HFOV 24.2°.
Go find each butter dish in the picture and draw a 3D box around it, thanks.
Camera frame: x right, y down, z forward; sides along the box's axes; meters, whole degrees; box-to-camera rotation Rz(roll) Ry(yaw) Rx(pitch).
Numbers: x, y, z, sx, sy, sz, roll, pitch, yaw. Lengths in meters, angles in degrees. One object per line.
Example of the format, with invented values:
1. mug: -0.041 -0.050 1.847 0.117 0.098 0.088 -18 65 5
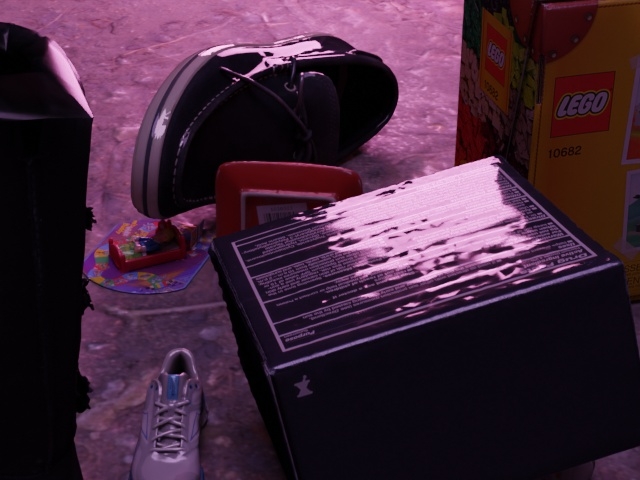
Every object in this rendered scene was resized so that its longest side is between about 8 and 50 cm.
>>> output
1. butter dish: -0.029 -0.028 1.644 0.160 0.160 0.118 4 27 6

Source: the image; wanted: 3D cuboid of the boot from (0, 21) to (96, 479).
1. boot: -0.294 0.027 1.251 0.146 0.445 0.367 -19 35 -31

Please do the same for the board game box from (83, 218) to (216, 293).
1. board game box: -0.196 0.003 1.711 0.133 0.033 0.169 10 31 15

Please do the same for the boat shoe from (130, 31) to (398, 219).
1. boat shoe: -0.057 -0.145 1.815 0.156 0.187 0.500 18 25 24

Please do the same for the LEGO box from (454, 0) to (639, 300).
1. LEGO box: 0.415 -0.148 1.649 0.500 0.373 0.193 -7 30 -15

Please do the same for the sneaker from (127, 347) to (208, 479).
1. sneaker: -0.140 0.168 1.375 0.071 0.083 0.191 1 31 -3

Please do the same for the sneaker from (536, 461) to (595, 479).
1. sneaker: 0.206 0.155 1.409 0.083 0.084 0.215 -6 29 -21

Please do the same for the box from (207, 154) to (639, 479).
1. box: 0.083 0.085 1.291 0.296 0.183 0.294 -17 22 -6
